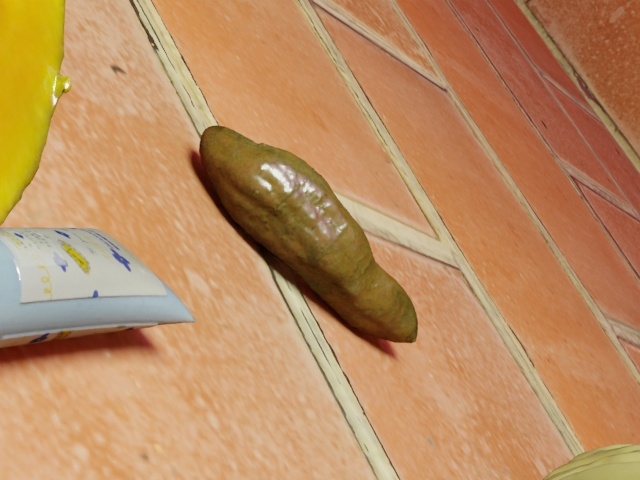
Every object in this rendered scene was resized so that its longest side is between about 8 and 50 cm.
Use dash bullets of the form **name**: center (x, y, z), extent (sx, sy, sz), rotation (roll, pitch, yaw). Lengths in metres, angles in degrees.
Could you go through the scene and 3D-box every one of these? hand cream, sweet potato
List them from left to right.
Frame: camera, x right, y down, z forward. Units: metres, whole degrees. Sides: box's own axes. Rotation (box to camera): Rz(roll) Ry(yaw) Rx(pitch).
- **hand cream**: center (-0.107, 0.016, 0.499), extent (0.065, 0.043, 0.171), rotation (41, 15, 15)
- **sweet potato**: center (0.000, 0.001, 0.759), extent (0.182, 0.054, 0.053), rotation (47, 28, -19)

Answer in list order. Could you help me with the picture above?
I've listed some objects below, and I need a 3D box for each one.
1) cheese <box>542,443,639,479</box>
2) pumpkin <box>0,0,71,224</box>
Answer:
- **cheese**: center (0.201, 0.221, 0.727), extent (0.226, 0.117, 0.214), rotation (60, 17, 11)
- **pumpkin**: center (-0.181, -0.078, 0.429), extent (0.312, 0.148, 0.169), rotation (-54, 136, -61)
